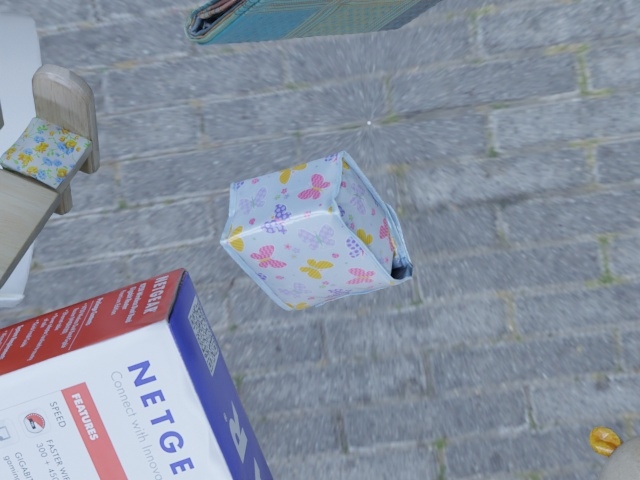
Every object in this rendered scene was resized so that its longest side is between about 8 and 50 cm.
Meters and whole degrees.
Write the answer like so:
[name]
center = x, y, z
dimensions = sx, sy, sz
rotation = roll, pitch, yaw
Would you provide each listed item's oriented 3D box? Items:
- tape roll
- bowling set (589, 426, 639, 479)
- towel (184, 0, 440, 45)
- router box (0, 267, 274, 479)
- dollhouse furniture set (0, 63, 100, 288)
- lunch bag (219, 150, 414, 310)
[tape roll]
center = -0.333, -0.077, 1.265
dimensions = 0.100, 0.286, 0.286
rotation = 3, 96, -21
[bowling set]
center = 0.145, 0.183, 0.305
dimensions = 0.154, 0.287, 0.199
rotation = -34, 135, -15
[towel]
center = 0.054, -0.301, 1.521
dimensions = 0.271, 0.370, 0.040
rotation = -27, 81, 43
[router box]
center = -0.150, 0.221, 0.676
dimensions = 0.301, 0.082, 0.335
rotation = -18, 105, 6
[dollhouse furniture set]
center = -0.282, -0.057, 0.797
dimensions = 0.242, 0.161, 0.212
rotation = 22, 57, 9
[lunch bag]
center = 0.000, 0.000, 0.684
dimensions = 0.071, 0.053, 0.083
rotation = -15, 136, 27
